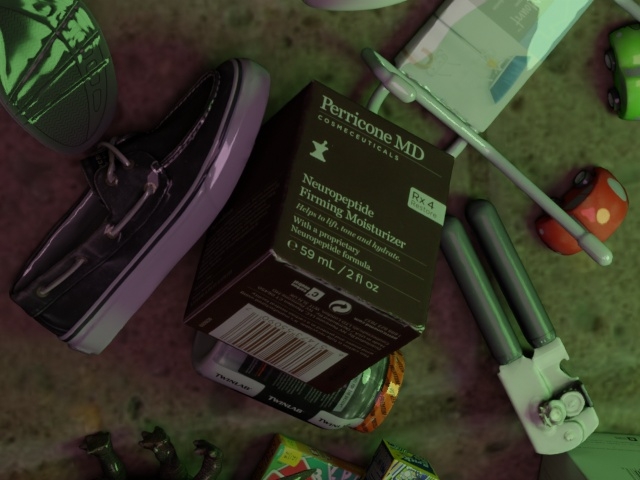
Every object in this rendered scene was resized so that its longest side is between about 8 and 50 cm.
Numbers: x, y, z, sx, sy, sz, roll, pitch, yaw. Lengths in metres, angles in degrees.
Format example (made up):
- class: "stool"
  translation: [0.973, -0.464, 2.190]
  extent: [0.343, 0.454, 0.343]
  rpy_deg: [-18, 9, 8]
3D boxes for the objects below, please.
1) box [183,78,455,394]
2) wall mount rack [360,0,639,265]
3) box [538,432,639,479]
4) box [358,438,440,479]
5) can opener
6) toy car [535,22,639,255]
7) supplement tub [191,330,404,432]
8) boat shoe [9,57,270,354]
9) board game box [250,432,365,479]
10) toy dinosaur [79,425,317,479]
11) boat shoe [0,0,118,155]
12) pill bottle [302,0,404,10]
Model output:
- class: "box"
  translation: [0.000, 0.000, 1.794]
  extent: [0.168, 0.203, 0.167]
  rpy_deg: [27, 143, -20]
- class: "wall mount rack"
  translation: [0.218, -0.159, 1.850]
  extent: [0.304, 0.130, 0.350]
  rpy_deg: [36, 100, -22]
- class: "box"
  translation: [0.331, 0.284, 1.999]
  extent: [0.181, 0.182, 0.119]
  rpy_deg: [5, 106, -13]
- class: "box"
  translation: [0.052, 0.293, 1.983]
  extent: [0.059, 0.054, 0.169]
  rpy_deg: [27, 101, -18]
- class: "can opener"
  translation: [0.195, 0.091, 1.965]
  extent: [0.074, 0.093, 0.280]
  rpy_deg: [-28, 103, -2]
- class: "toy car"
  translation: [0.325, -0.103, 1.930]
  extent: [0.239, 0.053, 0.225]
  rpy_deg: [-12, 111, -6]
- class: "supplement tub"
  translation: [-0.020, 0.113, 1.908]
  extent: [0.190, 0.117, 0.117]
  rpy_deg: [26, 103, -17]
- class: "boat shoe"
  translation: [-0.174, -0.041, 1.821]
  extent: [0.119, 0.121, 0.335]
  rpy_deg: [30, 103, -23]
- class: "board game box"
  translation: [0.041, 0.304, 2.033]
  extent: [0.259, 0.039, 0.124]
  rpy_deg: [24, 103, -20]
- class: "toy dinosaur"
  translation: [-0.159, 0.275, 1.958]
  extent: [0.313, 0.121, 0.160]
  rpy_deg: [-18, 123, -9]
- class: "boat shoe"
  translation: [-0.298, -0.209, 1.753]
  extent: [0.118, 0.103, 0.320]
  rpy_deg: [-48, 126, -11]
- class: "pill bottle"
  translation: [0.028, -0.325, 1.759]
  extent: [0.121, 0.121, 0.216]
  rpy_deg: [-10, 111, -7]
